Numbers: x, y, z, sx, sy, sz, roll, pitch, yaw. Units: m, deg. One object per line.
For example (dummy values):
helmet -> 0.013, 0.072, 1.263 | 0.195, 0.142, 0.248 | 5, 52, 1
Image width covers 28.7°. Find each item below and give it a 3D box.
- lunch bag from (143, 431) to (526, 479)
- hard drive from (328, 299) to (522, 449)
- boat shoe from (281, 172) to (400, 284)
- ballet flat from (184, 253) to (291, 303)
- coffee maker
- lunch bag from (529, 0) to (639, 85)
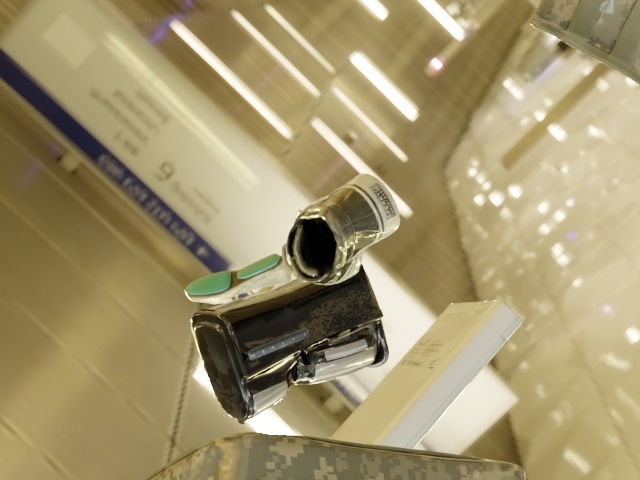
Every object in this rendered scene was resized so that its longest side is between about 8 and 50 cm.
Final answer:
lunch bag -> 0.020, 0.294, 0.908 | 0.305, 0.212, 0.256 | 14, -121, -32
hard drive -> 0.096, 0.222, 1.596 | 0.047, 0.353, 0.233 | 44, 170, -5
boat shoe -> 0.000, 0.000, 1.123 | 0.077, 0.070, 0.219 | 56, 159, 6
ballet flat -> -0.123, 0.071, 1.893 | 0.057, 0.168, 0.052 | -88, -24, -55
coffee maker -> -0.041, 0.083, 1.315 | 0.178, 0.120, 0.171 | -18, -106, -29
lunch bag -> 0.406, -0.266, 1.310 | 0.287, 0.235, 0.169 | 34, -151, 17
